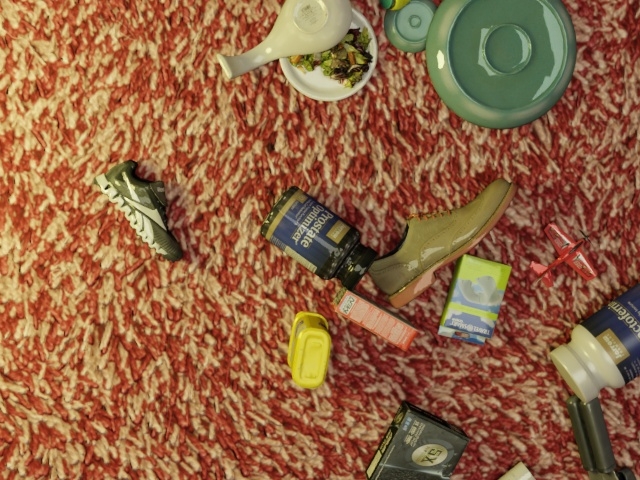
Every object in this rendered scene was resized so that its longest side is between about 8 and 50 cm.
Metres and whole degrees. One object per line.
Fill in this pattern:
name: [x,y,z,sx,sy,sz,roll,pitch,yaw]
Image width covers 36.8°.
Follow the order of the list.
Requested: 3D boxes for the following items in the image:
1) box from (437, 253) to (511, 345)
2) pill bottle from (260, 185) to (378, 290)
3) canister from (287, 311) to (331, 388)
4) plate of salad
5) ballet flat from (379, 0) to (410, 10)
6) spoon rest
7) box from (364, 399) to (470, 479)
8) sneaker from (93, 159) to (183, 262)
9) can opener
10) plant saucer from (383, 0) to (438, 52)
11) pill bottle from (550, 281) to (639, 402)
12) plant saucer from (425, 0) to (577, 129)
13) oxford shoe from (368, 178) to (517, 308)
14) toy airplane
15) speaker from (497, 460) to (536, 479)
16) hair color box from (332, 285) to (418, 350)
box: [0.317,0.124,1.987,0.109,0.042,0.178,15,94,-5]
pill bottle: [0.000,0.000,1.897,0.219,0.123,0.123,35,92,5]
canister: [-0.022,0.217,1.909,0.073,0.170,0.126,9,95,-4]
plate of salad: [0.017,-0.379,1.917,0.200,0.048,0.200,0,95,-4]
ballet flat: [0.121,-0.566,1.898,0.077,0.077,0.231,-24,92,-23]
spoon rest: [-0.066,-0.404,1.873,0.276,0.084,0.137,-27,88,13]
box: [0.199,0.448,1.992,0.147,0.077,0.180,28,93,-6]
sneaker: [-0.338,-0.064,1.908,0.106,0.078,0.234,-40,95,3]
can opener: [0.601,0.453,2.035,0.095,0.076,0.283,-20,97,-34]
plant saucer: [0.187,-0.439,1.935,0.119,0.021,0.119,0,95,-4]
pill bottle: [0.611,0.206,1.958,0.265,0.153,0.153,-35,97,0]
plant saucer: [0.371,-0.383,1.932,0.317,0.044,0.317,-1,96,-7]
oxford shoe: [0.242,-0.019,1.931,0.348,0.123,0.130,-42,91,0]
toy airplane: [0.501,0.040,1.998,0.151,0.028,0.151,0,95,-3]
speaker: [0.388,0.527,2.023,0.136,0.055,0.055,-39,97,0]
hair color box: [0.109,0.156,1.951,0.167,0.093,0.053,31,93,-5]
